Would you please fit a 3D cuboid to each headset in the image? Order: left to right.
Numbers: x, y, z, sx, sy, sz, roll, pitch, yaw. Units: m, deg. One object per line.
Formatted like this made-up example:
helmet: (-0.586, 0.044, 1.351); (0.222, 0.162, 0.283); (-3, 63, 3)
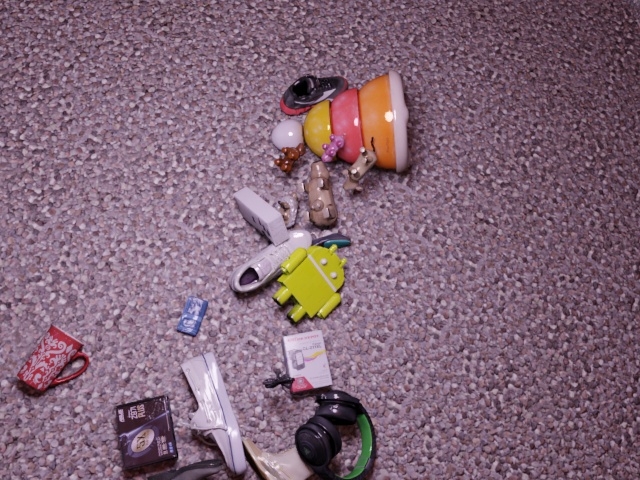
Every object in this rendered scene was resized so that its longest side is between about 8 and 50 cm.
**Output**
headset: (0.001, 0.534, 1.777); (0.394, 0.185, 0.243); (53, 46, -18)

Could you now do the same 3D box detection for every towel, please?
towel: (-0.402, 0.236, 1.921); (0.067, 0.029, 0.119); (18, 68, -2)

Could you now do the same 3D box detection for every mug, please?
mug: (-0.775, 0.353, 1.778); (0.150, 0.113, 0.169); (32, 71, 6)

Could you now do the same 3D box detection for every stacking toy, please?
stacking toy: (0.063, -0.393, 2.117); (0.481, 0.350, 0.350); (-4, 70, 6)

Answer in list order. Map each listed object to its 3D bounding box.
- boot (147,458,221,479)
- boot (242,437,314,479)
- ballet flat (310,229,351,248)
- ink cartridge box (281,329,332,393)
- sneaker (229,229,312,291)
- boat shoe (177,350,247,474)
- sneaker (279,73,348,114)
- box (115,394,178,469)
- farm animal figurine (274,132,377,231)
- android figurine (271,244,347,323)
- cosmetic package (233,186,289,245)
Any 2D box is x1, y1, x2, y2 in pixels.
boot: (-0.363, 0.707, 1.690); (0.247, 0.083, 0.161); (-22, 73, 18)
boot: (-0.113, 0.631, 1.789); (0.165, 0.077, 0.213); (-33, 61, -28)
ballet flat: (0.000, 0.000, 2.051); (0.203, 0.074, 0.074); (-14, 72, -11)
ink cartridge box: (-0.045, 0.377, 1.898); (0.128, 0.072, 0.175); (-9, 72, -11)
sneaker: (-0.149, 0.075, 1.931); (0.305, 0.152, 0.114); (-36, 96, -6)
boat shoe: (-0.333, 0.513, 1.770); (0.157, 0.135, 0.366); (-17, 71, -15)
sneaker: (-0.015, -0.548, 2.220); (0.276, 0.135, 0.097); (-23, 73, -17)
box: (-0.500, 0.552, 1.760); (0.148, 0.077, 0.180); (-10, 71, -11)
farm animal figurine: (0.019, -0.191, 2.037); (0.331, 0.172, 0.326); (7, 93, 18)
android figurine: (-0.025, 0.130, 1.948); (0.273, 0.056, 0.248); (-44, 117, -19)
cosmetic package: (-0.194, -0.081, 1.969); (0.061, 0.098, 0.239); (-30, 39, -19)
